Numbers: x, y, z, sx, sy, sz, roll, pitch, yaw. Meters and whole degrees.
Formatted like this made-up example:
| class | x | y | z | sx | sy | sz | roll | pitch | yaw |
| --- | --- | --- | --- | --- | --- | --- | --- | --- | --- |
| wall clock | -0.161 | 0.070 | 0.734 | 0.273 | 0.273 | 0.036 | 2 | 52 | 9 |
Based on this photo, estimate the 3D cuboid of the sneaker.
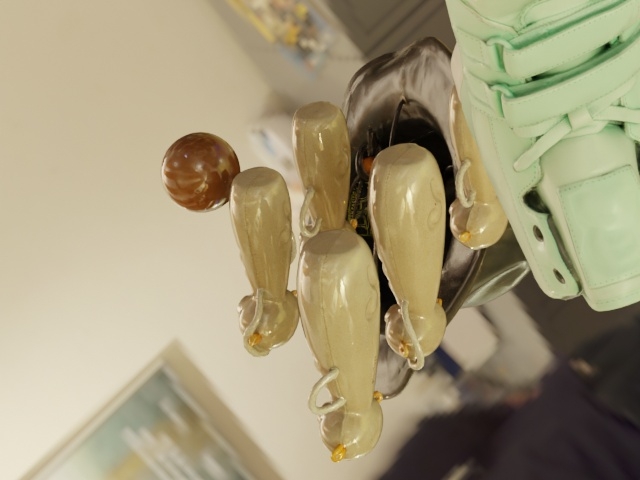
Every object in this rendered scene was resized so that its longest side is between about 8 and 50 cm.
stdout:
| class | x | y | z | sx | sy | sz | roll | pitch | yaw |
| --- | --- | --- | --- | --- | --- | --- | --- | --- | --- |
| sneaker | 0.114 | -0.056 | 0.713 | 0.256 | 0.094 | 0.151 | 70 | 178 | -74 |

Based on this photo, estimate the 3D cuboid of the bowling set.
| class | x | y | z | sx | sy | sz | roll | pitch | yaw |
| --- | --- | --- | --- | --- | --- | --- | --- | --- | --- |
| bowling set | 0.000 | 0.000 | 1.165 | 0.200 | 0.287 | 0.154 | 12 | 125 | 28 |

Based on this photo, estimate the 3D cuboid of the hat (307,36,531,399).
| class | x | y | z | sx | sy | sz | roll | pitch | yaw |
| --- | --- | --- | --- | --- | --- | --- | --- | --- | --- |
| hat | 0.104 | -0.010 | 1.458 | 0.134 | 0.331 | 0.331 | 10 | 176 | -23 |
